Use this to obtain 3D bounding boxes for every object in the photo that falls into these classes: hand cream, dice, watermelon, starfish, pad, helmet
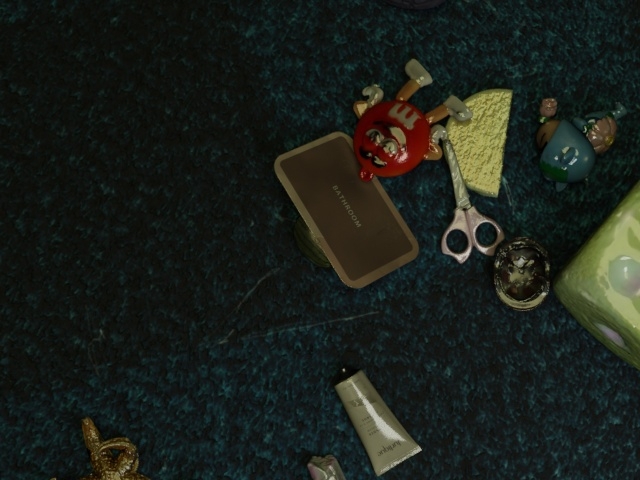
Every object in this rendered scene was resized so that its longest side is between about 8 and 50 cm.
[{"bbox_3d":[0.084,0.292,1.677,0.087,0.054,0.186,-32,87,2],"label":"hand cream"},{"bbox_3d":[0.535,0.057,1.590,0.252,0.254,0.250,42,84,9],"label":"dice"},{"bbox_3d":[0.000,0.000,1.713,0.078,0.078,0.111,-35,83,-3],"label":"watermelon"},{"bbox_3d":[-0.366,0.388,1.665,0.146,0.074,0.190,-28,81,-4],"label":"starfish"},{"bbox_3d":[0.046,-0.057,1.713,0.176,0.002,0.266,-26,79,-32],"label":"pad"},{"bbox_3d":[0.338,0.056,1.692,0.098,0.070,0.123,3,88,9],"label":"helmet"}]

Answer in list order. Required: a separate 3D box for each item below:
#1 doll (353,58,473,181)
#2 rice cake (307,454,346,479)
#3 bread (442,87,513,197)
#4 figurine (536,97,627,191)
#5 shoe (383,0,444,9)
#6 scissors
[{"bbox_3d":[0.133,-0.198,1.734,0.217,0.085,0.183,-43,72,-3],"label":"doll"},{"bbox_3d":[0.052,0.475,1.644,0.049,0.055,0.270,-25,83,3],"label":"rice cake"},{"bbox_3d":[0.268,-0.174,1.752,0.112,0.036,0.193,7,82,10],"label":"bread"},{"bbox_3d":[0.429,-0.180,1.717,0.178,0.114,0.144,-38,74,-15],"label":"figurine"},{"bbox_3d":[0.125,-0.501,1.781,0.245,0.095,0.138,19,85,12],"label":"shoe"},{"bbox_3d":[0.242,-0.069,1.720,0.110,0.021,0.212,-15,94,2],"label":"scissors"}]
